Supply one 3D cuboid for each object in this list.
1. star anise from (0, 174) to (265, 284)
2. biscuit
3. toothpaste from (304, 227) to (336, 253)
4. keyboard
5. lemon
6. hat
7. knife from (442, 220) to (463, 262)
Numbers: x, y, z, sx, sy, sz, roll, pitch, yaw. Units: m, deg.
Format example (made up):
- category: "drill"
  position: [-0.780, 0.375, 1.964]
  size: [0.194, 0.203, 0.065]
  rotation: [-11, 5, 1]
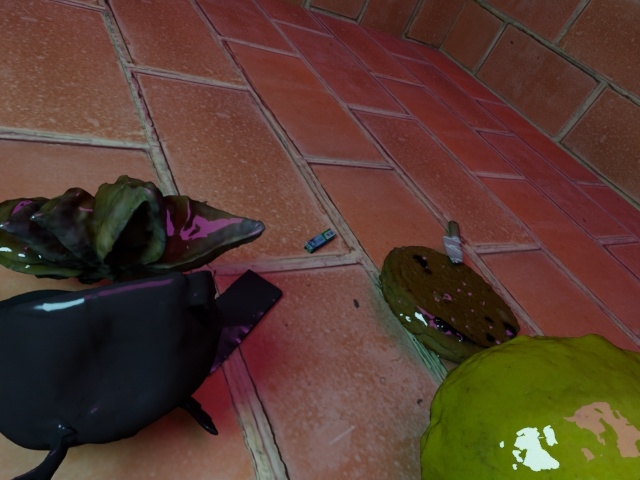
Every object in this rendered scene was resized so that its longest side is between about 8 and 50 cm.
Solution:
- category: "star anise"
  position: [-0.251, -0.007, 0.516]
  size: [0.292, 0.349, 0.109]
  rotation: [20, 62, -40]
- category: "biscuit"
  position: [0.233, 0.116, 0.827]
  size: [0.296, 0.075, 0.296]
  rotation: [24, 30, -15]
- category: "toothpaste"
  position: [0.000, 0.000, 0.869]
  size: [0.020, 0.017, 0.083]
  rotation: [39, 38, 15]
- category: "keyboard"
  position: [-0.130, 0.111, 0.656]
  size: [0.074, 0.015, 0.196]
  rotation: [30, 36, 9]
- category: "lemon"
  position: [0.286, 0.246, 0.522]
  size: [0.316, 0.285, 0.285]
  rotation: [-6, 24, 29]
- category: "hat"
  position: [-0.251, 0.140, 0.443]
  size: [0.336, 0.209, 0.238]
  rotation: [-3, -7, 11]
- category: "knife"
  position: [0.299, 0.001, 1.012]
  size: [0.047, 0.017, 0.298]
  rotation: [28, 24, 2]
